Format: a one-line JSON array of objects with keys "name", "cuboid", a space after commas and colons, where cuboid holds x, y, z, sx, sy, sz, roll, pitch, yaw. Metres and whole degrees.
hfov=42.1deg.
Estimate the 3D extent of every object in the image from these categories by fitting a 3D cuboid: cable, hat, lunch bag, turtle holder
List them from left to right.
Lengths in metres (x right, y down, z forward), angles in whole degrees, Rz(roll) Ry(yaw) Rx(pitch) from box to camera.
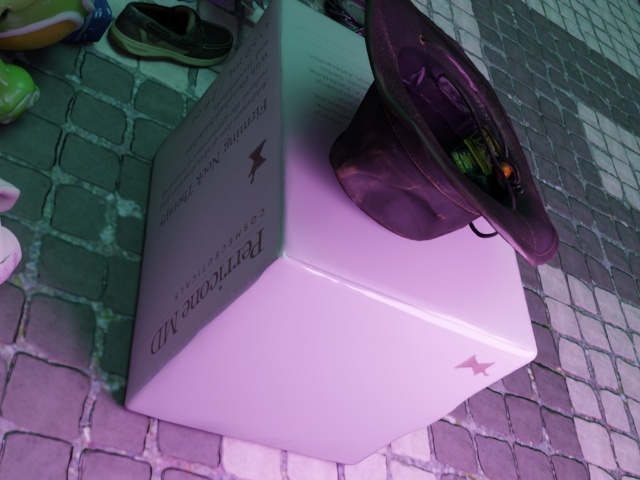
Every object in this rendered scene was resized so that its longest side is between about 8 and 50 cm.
[{"name": "turtle holder", "cuboid": [-0.363, -0.327, 1.003, 0.320, 0.243, 0.227, 61, -4, 15]}, {"name": "lunch bag", "cuboid": [-0.341, -0.322, 1.158, 0.065, 0.067, 0.098, -10, 67, -46]}, {"name": "cable", "cuboid": [0.079, -0.456, 1.682, 0.150, 0.047, 0.185, 36, 37, -21]}, {"name": "hat", "cuboid": [0.091, -0.088, 0.783, 0.331, 0.134, 0.331, 43, 31, -34]}]

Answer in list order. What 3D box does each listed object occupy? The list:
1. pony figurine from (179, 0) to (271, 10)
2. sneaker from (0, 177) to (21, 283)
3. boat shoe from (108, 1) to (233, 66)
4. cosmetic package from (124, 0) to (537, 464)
[{"name": "pony figurine", "cuboid": [-0.059, -0.428, 1.274, 0.303, 0.363, 0.351, 59, 3, 26]}, {"name": "sneaker", "cuboid": [-0.371, 0.028, 0.798, 0.152, 0.114, 0.305, 23, 45, -25]}, {"name": "boat shoe", "cuboid": [-0.212, -0.320, 1.267, 0.223, 0.073, 0.080, -8, 60, -47]}, {"name": "cosmetic package", "cuboid": [0.000, 0.000, 0.992, 0.327, 0.329, 0.394, 23, 45, -28]}]
